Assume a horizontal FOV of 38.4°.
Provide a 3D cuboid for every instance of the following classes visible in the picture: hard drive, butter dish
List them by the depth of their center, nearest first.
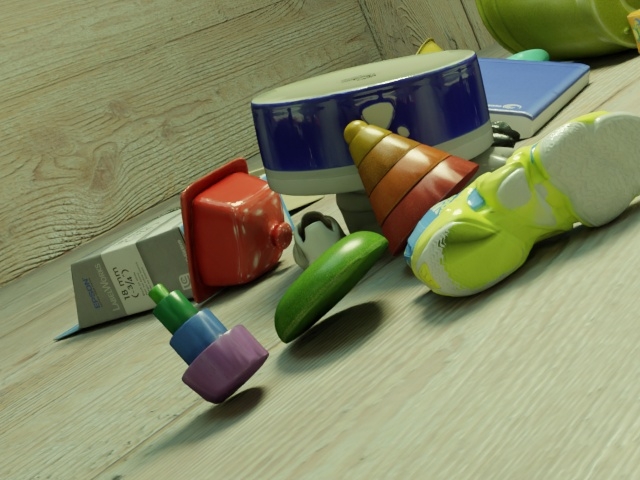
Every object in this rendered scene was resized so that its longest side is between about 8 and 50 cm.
[{"bbox_3d":[-0.092,-0.011,1.177,0.118,0.160,0.160,7,25,25],"label":"butter dish"},{"bbox_3d":[0.283,-0.235,1.467,0.210,0.040,0.319,10,27,28],"label":"hard drive"}]

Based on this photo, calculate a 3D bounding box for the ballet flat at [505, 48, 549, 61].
[{"bbox_3d":[0.330,-0.281,1.748,0.247,0.083,0.087,-23,34,7],"label":"ballet flat"}]

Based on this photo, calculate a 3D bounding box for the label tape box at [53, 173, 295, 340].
[{"bbox_3d":[-0.241,0.024,1.382,0.334,0.106,0.240,-17,12,34],"label":"label tape box"}]

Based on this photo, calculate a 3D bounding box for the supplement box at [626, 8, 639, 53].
[{"bbox_3d":[0.644,-0.394,1.550,0.233,0.078,0.080,-25,13,-2],"label":"supplement box"}]

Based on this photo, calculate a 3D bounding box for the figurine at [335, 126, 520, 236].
[{"bbox_3d":[0.138,-0.078,1.103,0.209,0.092,0.215,-17,13,16],"label":"figurine"}]

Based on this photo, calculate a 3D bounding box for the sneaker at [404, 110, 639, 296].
[{"bbox_3d":[0.168,-0.038,0.789,0.240,0.091,0.126,-28,10,-14],"label":"sneaker"}]

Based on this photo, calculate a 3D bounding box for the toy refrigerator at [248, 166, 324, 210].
[{"bbox_3d":[-0.118,-0.082,1.690,0.102,0.094,0.269,-23,8,-36],"label":"toy refrigerator"}]

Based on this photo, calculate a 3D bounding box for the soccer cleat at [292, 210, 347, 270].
[{"bbox_3d":[0.000,0.000,1.023,0.068,0.076,0.196,-25,10,-4],"label":"soccer cleat"}]

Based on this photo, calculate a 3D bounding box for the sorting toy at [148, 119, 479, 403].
[{"bbox_3d":[-0.009,-0.007,0.824,0.365,0.126,0.127,-38,-11,-35],"label":"sorting toy"}]

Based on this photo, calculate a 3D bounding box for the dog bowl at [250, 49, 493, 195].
[{"bbox_3d":[0.057,-0.138,1.049,0.265,0.104,0.265,-13,15,3],"label":"dog bowl"}]

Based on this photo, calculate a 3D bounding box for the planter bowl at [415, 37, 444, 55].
[{"bbox_3d":[0.202,-0.244,1.648,0.090,0.217,0.217,23,27,13],"label":"planter bowl"}]

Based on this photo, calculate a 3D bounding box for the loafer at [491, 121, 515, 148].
[{"bbox_3d":[0.180,-0.117,1.260,0.170,0.062,0.061,-19,16,33],"label":"loafer"}]

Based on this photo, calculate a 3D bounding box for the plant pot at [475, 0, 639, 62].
[{"bbox_3d":[0.525,-0.496,1.725,0.366,0.366,0.353,-25,22,-6],"label":"plant pot"}]
